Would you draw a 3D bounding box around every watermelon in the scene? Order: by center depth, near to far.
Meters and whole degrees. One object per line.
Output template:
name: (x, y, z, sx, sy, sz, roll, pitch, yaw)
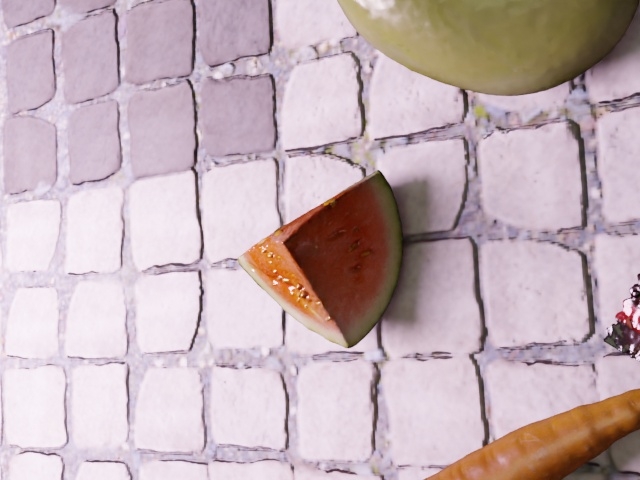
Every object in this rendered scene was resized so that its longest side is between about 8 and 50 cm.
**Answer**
watermelon: (0.000, 0.000, 0.662, 0.125, 0.094, 0.135, 38, 100, 34)

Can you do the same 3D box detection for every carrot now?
carrot: (0.093, 0.186, 0.616, 0.336, 0.069, 0.069, -38, 70, 19)

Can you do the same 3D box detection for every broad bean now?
broad bean: (0.093, -0.210, 0.608, 0.263, 0.121, 0.189, 43, 111, 22)

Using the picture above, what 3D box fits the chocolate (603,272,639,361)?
chocolate: (0.271, 0.077, 0.543, 0.182, 0.028, 0.086, 32, 109, 28)
